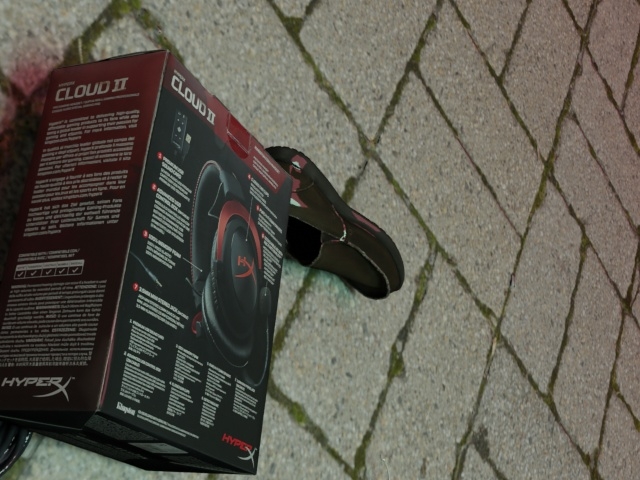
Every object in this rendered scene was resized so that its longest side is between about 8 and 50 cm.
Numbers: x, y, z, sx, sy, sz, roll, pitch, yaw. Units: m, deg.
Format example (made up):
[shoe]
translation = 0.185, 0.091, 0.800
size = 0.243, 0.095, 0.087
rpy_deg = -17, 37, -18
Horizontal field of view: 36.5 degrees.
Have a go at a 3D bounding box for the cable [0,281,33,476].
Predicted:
[cable]
translation = -0.247, 0.098, 0.653
size = 0.184, 0.047, 0.151
rpy_deg = -4, 82, -53

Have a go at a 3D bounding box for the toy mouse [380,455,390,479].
[toy mouse]
translation = 0.067, 0.312, 1.007
size = 0.143, 0.031, 0.161
rpy_deg = -30, 104, -51

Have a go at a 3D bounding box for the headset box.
[headset box]
translation = -0.123, 0.014, 0.745
size = 0.218, 0.110, 0.293
rpy_deg = 43, 48, -57

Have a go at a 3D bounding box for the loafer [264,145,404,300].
[loafer]
translation = 0.000, 0.000, 0.979
size = 0.220, 0.080, 0.078
rpy_deg = 43, 59, -30
